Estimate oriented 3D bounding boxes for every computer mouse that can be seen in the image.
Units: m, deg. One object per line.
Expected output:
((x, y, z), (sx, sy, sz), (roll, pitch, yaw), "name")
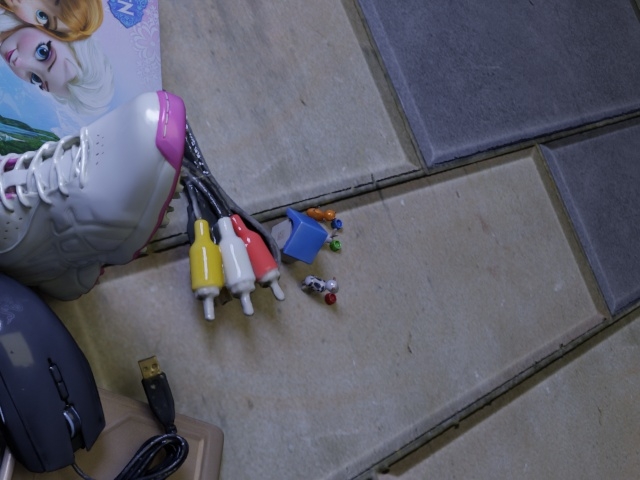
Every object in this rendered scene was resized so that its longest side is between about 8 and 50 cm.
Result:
((-0.207, 0.124, 0.816), (0.184, 0.060, 0.261), (-29, 95, -50), "computer mouse")

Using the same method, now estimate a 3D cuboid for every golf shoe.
((-0.216, -0.034, 0.772), (0.140, 0.306, 0.115), (15, 57, -31), "golf shoe")

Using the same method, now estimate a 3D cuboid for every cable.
((-0.117, -0.051, 1.036), (0.140, 0.072, 0.287), (-13, 81, -42), "cable")

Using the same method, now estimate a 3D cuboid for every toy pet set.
((0.000, 0.000, 1.132), (0.114, 0.065, 0.122), (25, 55, -34), "toy pet set")

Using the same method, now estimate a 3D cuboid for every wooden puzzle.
((-0.195, 0.252, 0.852), (0.239, 0.044, 0.220), (30, 53, -37), "wooden puzzle")

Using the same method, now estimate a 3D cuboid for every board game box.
((-0.309, -0.196, 0.907), (0.318, 0.066, 0.318), (8, 66, -36), "board game box")
